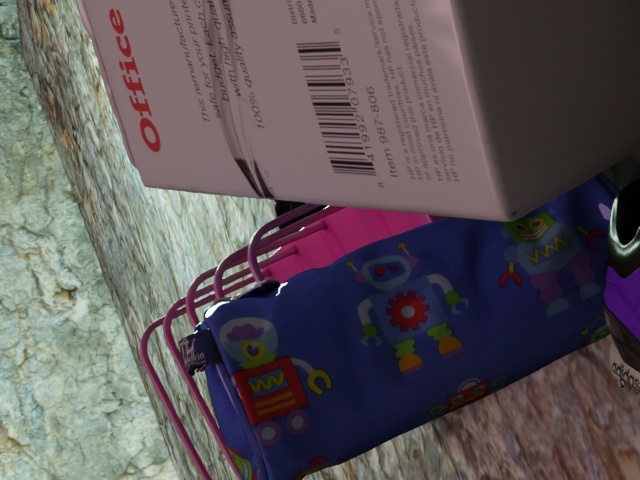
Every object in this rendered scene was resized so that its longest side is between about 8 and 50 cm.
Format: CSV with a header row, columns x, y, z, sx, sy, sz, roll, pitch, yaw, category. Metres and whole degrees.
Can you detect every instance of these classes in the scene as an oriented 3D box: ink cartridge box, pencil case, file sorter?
x,y,z,sx,sy,sz,roll,pitch,yaw,category
0.004,-0.182,0.956,0.395,0.166,0.285,8,118,51,ink cartridge box
0.062,0.049,0.937,0.133,0.306,0.119,62,166,20,pencil case
-0.007,0.090,1.247,0.202,0.182,0.291,60,150,6,file sorter

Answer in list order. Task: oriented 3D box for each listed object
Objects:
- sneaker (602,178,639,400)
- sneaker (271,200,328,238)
x,y,z,sx,sy,sz,roll,pitch,yaw,category
0.225,0.027,0.753,0.293,0.102,0.146,-153,53,-68,sneaker
0.000,0.000,1.466,0.108,0.100,0.271,-133,34,-68,sneaker
